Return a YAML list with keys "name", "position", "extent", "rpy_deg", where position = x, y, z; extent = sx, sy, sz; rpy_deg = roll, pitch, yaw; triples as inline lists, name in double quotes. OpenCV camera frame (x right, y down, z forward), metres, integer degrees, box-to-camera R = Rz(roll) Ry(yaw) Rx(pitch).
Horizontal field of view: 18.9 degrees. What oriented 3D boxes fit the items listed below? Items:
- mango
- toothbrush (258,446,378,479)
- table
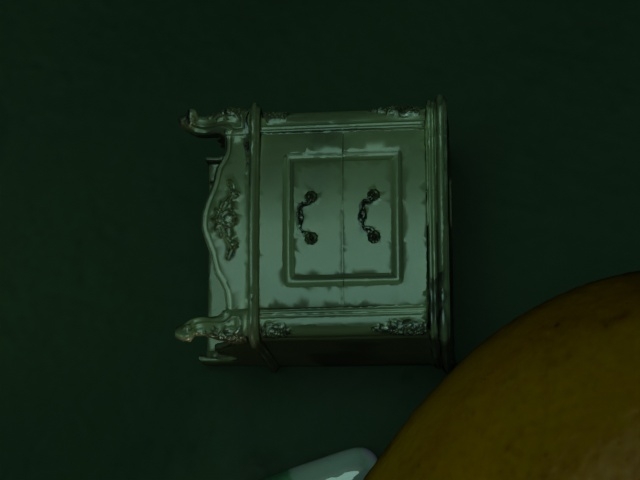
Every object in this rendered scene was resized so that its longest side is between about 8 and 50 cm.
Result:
- name: "mango"
  position: [0.074, 0.100, 0.558]
  extent: [0.219, 0.112, 0.145]
  rpy_deg: [-37, 76, 8]
- name: "toothbrush"
  position: [-0.102, 0.115, 0.612]
  extent: [0.257, 0.024, 0.018]
  rpy_deg: [-19, 76, -1]
- name: "table"
  position: [0.000, 0.000, 0.607]
  extent: [0.083, 0.062, 0.079]
  rpy_deg: [-1, 76, 6]
